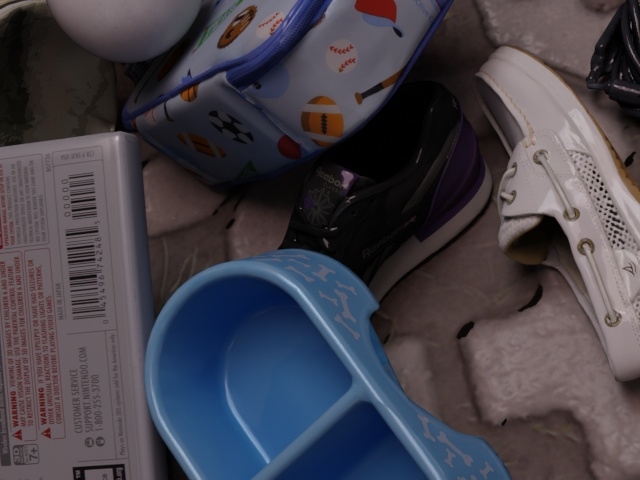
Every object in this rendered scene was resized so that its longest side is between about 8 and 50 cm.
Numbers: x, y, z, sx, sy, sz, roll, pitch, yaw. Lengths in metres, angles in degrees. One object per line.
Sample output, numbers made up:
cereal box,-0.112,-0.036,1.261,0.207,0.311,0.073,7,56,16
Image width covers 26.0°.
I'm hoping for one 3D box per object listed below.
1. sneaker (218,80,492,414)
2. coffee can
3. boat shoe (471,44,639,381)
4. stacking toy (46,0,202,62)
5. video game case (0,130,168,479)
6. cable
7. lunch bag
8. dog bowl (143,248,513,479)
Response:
sneaker,0.000,0.000,0.983,0.107,0.124,0.283,32,73,33
coffee can,-0.334,-0.124,1.134,0.275,0.201,0.201,18,66,28
boat shoe,0.163,-0.024,0.958,0.096,0.098,0.277,-29,55,-1
stacking toy,-0.188,-0.326,1.081,0.350,0.350,0.480,-18,56,8
video game case,-0.254,0.104,0.967,0.300,0.036,0.329,-6,87,16
cable,0.293,-0.157,1.030,0.150,0.047,0.184,25,69,31
lunch bag,-0.021,-0.167,1.034,0.303,0.115,0.243,-6,50,60
dog bowl,-0.003,0.132,0.874,0.166,0.074,0.297,-44,66,15
